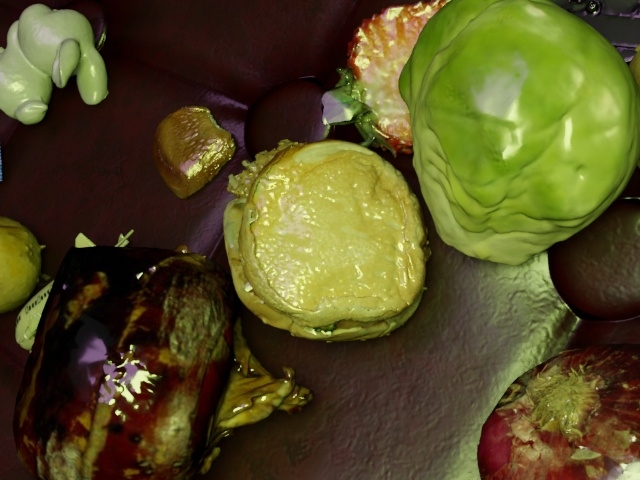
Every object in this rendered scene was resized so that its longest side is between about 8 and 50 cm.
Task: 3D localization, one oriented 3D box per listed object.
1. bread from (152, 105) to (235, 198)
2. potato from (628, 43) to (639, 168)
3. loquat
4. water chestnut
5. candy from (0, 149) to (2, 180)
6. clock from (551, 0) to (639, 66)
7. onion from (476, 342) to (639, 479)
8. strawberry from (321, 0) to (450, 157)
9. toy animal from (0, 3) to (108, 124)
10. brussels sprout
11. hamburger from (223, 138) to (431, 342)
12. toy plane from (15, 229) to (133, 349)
[{"bbox_3d":[-0.198,-0.139,1.329,0.126,0.044,0.129,-41,56,6],"label":"bread"},{"bbox_3d":[0.398,-0.147,0.961,0.164,0.081,0.200,18,120,27],"label":"potato"},{"bbox_3d":[-0.513,0.039,1.340,0.172,0.204,0.150,23,115,59],"label":"loquat"},{"bbox_3d":[-0.183,0.170,1.067,0.346,0.335,0.335,16,76,-6],"label":"water chestnut"},{"bbox_3d":[-0.591,-0.124,1.521,0.136,0.038,0.088,-16,78,28],"label":"candy"},{"bbox_3d":[0.449,-0.299,1.032,0.378,0.120,0.277,11,83,30],"label":"clock"},{"bbox_3d":[0.279,0.213,0.878,0.246,0.190,0.246,-27,33,19],"label":"onion"},{"bbox_3d":[0.127,-0.214,1.168,0.286,0.106,0.188,-33,82,-3],"label":"strawberry"},{"bbox_3d":[-0.452,-0.281,1.457,0.193,0.127,0.179,-24,65,15],"label":"toy animal"},{"bbox_3d":[0.210,-0.122,0.977,0.273,0.242,0.317,5,103,58],"label":"brussels sprout"},{"bbox_3d":[0.000,0.000,1.074,0.286,0.146,0.243,37,59,4],"label":"hamburger"},{"bbox_3d":[-0.357,0.085,1.261,0.104,0.242,0.256,36,122,-2],"label":"toy plane"}]
